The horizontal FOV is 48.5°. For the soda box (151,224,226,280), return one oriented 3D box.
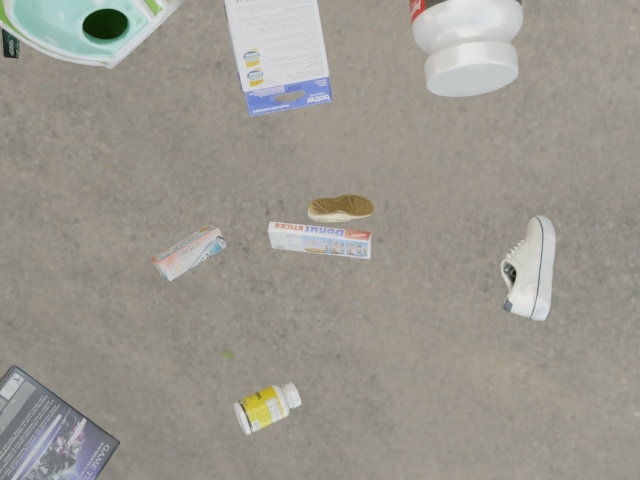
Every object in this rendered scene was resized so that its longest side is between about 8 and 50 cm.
[{"bbox_3d":[-0.335,0.030,1.816,0.058,0.183,0.063,14,130,52],"label":"soda box"}]

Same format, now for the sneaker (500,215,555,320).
[{"bbox_3d":[0.406,0.040,1.399,0.091,0.258,0.094,13,135,6],"label":"sneaker"}]

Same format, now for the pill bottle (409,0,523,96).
[{"bbox_3d":[0.271,-0.476,1.348,0.210,0.363,0.210,-3,171,-1],"label":"pill bottle"}]

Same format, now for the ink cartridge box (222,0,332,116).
[{"bbox_3d":[-0.091,-0.419,1.429,0.185,0.065,0.311,-13,101,-11],"label":"ink cartridge box"}]

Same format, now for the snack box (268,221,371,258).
[{"bbox_3d":[0.000,0.000,1.238,0.178,0.022,0.064,6,150,7],"label":"snack box"}]

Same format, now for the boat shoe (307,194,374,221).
[{"bbox_3d":[0.048,-0.077,1.780,0.169,0.063,0.059,0,159,-15],"label":"boat shoe"}]

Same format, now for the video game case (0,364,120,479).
[{"bbox_3d":[-0.542,0.397,1.357,0.026,0.196,0.274,-7,133,48],"label":"video game case"}]

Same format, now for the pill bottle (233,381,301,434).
[{"bbox_3d":[-0.097,0.308,1.319,0.116,0.065,0.065,-21,132,-18],"label":"pill bottle"}]

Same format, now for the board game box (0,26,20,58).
[{"bbox_3d":[-0.457,-0.385,1.057,0.026,0.186,0.126,3,158,-20],"label":"board game box"}]

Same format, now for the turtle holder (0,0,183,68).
[{"bbox_3d":[-0.265,-0.362,0.863,0.320,0.243,0.227,-43,109,-1],"label":"turtle holder"}]
